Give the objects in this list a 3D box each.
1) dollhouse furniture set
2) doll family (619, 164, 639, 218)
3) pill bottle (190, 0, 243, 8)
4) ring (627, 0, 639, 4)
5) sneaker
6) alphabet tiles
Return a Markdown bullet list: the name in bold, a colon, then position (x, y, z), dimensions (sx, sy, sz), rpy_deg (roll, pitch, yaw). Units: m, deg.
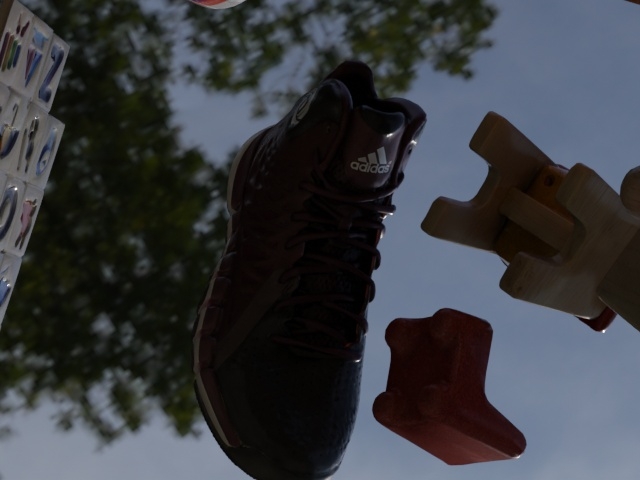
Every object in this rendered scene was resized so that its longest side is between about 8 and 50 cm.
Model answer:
- **dollhouse furniture set**: position (0.174, 0.110, 0.833), dimensions (0.201, 0.152, 0.374), rpy_deg (-58, -145, 7)
- **doll family**: position (0.179, -0.012, 0.294), dimensions (0.263, 0.118, 0.163), rpy_deg (-1, -84, 16)
- **pill bottle**: position (-0.122, -0.235, 1.159), dimensions (0.108, 0.193, 0.108), rpy_deg (-14, -111, 39)
- **ring**: position (0.231, -0.174, 0.928), dimensions (0.336, 0.336, 0.032), rpy_deg (24, -60, 28)
- **sneaker**: position (0.000, 0.000, 1.035), dimensions (0.106, 0.281, 0.162), rpy_deg (16, -42, -21)
- **alphabet tiles**: position (-0.257, 0.001, 1.251), dimensions (0.011, 0.285, 0.342), rpy_deg (17, -93, 6)
